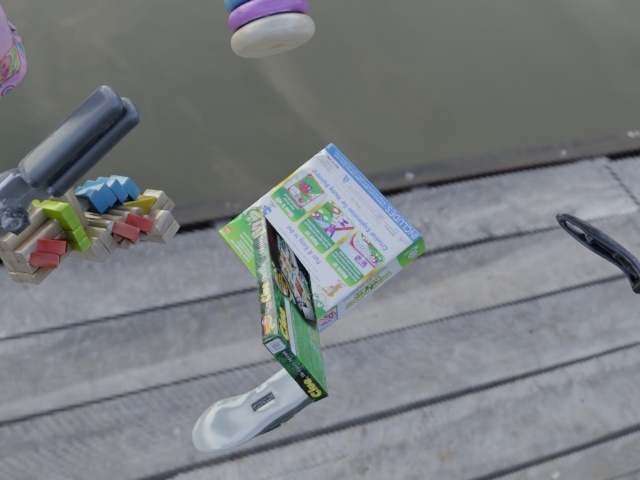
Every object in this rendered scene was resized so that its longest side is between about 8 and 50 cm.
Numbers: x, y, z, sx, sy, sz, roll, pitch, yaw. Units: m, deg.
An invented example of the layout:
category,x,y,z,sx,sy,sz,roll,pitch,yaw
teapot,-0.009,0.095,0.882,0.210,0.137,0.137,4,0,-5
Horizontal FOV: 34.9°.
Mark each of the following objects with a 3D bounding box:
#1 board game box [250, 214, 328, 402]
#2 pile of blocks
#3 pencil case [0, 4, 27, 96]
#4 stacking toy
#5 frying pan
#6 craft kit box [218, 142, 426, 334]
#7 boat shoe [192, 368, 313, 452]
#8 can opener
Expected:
category,x,y,z,sx,sy,sz,roll,pitch,yaw
board game box,-0.045,0.089,1.412,0.030,0.136,0.260,-25,36,12
pile of blocks,-0.349,-0.036,1.625,0.112,0.149,0.362,9,20,34
pencil case,-0.458,-0.280,1.317,0.124,0.284,0.124,1,77,-5
stacking toy,-0.113,-0.475,1.665,0.141,0.141,0.330,-13,87,-24
frying pan,0.457,0.065,1.260,0.326,0.197,0.053,44,52,-18
craft kit box,0.000,0.000,1.658,0.246,0.061,0.250,-36,60,-7
boat shoe,-0.091,0.266,1.553,0.219,0.070,0.078,-29,56,11
can opener,-0.364,-0.107,1.335,0.076,0.283,0.095,31,22,-56
